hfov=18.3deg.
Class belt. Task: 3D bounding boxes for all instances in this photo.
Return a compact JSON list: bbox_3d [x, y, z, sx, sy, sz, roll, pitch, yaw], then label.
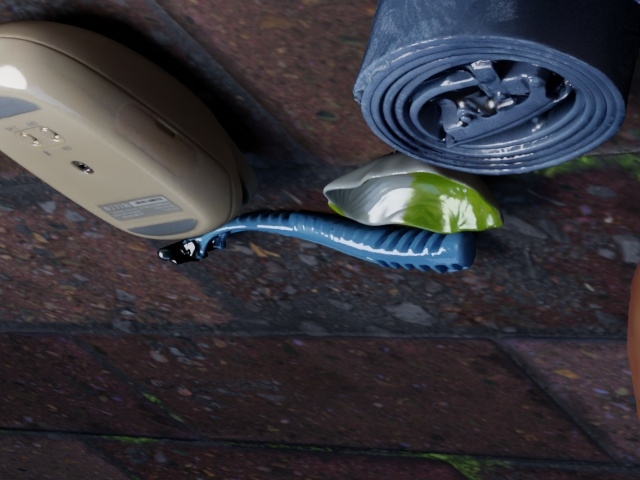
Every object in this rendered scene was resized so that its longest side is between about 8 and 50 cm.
[{"bbox_3d":[0.102,-0.106,1.164,0.141,0.082,0.190,28,154,-24],"label":"belt"}]

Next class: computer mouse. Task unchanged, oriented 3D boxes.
[{"bbox_3d":[-0.155,-0.082,1.405,0.236,0.082,0.145,34,151,-33],"label":"computer mouse"}]

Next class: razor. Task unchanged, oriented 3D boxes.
[{"bbox_3d":[0.000,0.000,1.512,0.253,0.042,0.082,4,-166,29],"label":"razor"}]

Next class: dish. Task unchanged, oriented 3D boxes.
[{"bbox_3d":[0.064,-0.041,1.382,0.137,0.039,0.091,-2,153,41],"label":"dish"}]

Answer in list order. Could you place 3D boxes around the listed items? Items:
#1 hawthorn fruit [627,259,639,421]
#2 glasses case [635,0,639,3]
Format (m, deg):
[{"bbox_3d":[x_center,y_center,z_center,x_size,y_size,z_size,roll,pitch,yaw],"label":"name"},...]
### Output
[{"bbox_3d":[0.374,0.035,0.853,0.472,0.471,0.472,16,155,8],"label":"hawthorn fruit"},{"bbox_3d":[0.201,-0.150,1.017,0.248,0.065,0.087,26,152,-13],"label":"glasses case"}]
